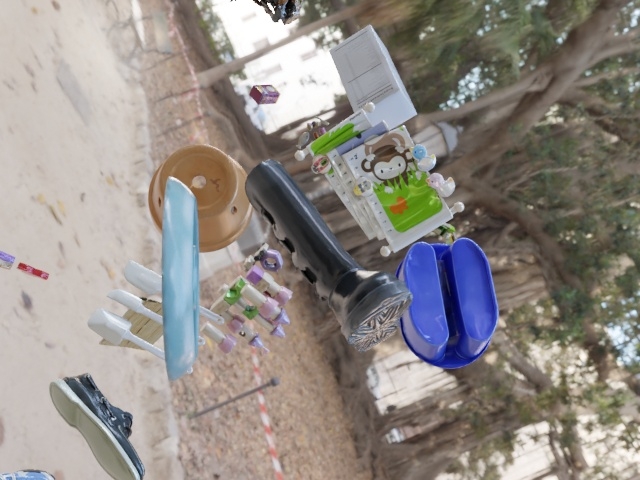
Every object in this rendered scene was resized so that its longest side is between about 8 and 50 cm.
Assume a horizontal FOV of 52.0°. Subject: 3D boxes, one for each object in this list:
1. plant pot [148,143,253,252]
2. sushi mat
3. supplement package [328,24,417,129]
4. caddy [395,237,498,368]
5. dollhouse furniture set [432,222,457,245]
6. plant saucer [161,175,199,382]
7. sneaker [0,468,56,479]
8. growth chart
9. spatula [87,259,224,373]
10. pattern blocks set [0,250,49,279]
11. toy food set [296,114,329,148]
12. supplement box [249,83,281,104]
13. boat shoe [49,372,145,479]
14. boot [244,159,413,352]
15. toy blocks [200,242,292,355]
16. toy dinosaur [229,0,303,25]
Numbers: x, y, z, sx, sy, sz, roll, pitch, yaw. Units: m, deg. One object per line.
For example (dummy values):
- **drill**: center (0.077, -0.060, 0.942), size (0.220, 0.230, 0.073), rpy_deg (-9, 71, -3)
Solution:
- **plant pot**: center (-0.319, -0.129, 1.738), size (0.203, 0.290, 0.291), rpy_deg (121, -52, -75)
- **sushi mat**: center (-0.493, 0.237, 1.830), size (0.316, 0.151, 0.019), rpy_deg (-41, -136, 43)
- **supplement package**: center (0.139, -0.425, 1.763), size (0.134, 0.139, 0.244), rpy_deg (35, 32, -56)
- **caddy**: center (0.321, 0.155, 1.700), size (0.179, 0.241, 0.342), rpy_deg (84, 1, -68)
- **dollhouse furniture set**: center (0.390, -0.013, 2.107), size (0.058, 0.076, 0.152), rpy_deg (27, 24, -13)
- **plant saucer**: center (-0.214, 0.059, 1.025), size (0.317, 0.043, 0.318), rpy_deg (180, -90, -82)
- **sneaker**: center (-0.689, 0.549, 1.435), size (0.081, 0.211, 0.080), rpy_deg (160, -70, -82)
- **growth chart**: center (0.098, -0.098, 1.029), size (0.237, 0.172, 0.021), rpy_deg (50, 2, 1)
- **spatula**: center (-0.339, 0.166, 1.362), size (0.242, 0.168, 0.019), rpy_deg (29, -24, 2)
- **pattern blocks set**: center (-0.885, 0.026, 1.663), size (0.285, 0.324, 0.026), rpy_deg (50, 56, -60)
- **toy food set**: center (-0.019, -0.336, 2.090), size (0.077, 0.122, 0.019), rpy_deg (26, -9, -13)
- **supplement box**: center (-0.178, -0.470, 2.108), size (0.055, 0.083, 0.043), rpy_deg (49, -51, 21)
- **boat shoe**: center (-0.504, 0.437, 1.557), size (0.340, 0.113, 0.127), rpy_deg (33, -56, 27)
- **boot**: center (0.000, 0.001, 1.370), size (0.445, 0.146, 0.367), rpy_deg (58, -13, 18)
- **toy blocks**: center (-0.203, 0.236, 2.257), size (0.260, 0.288, 0.309), rpy_deg (40, 27, -15)
- **toy dinosaur**: center (-0.157, -0.496, 1.078), size (0.322, 0.218, 0.164), rpy_deg (44, -50, 12)
